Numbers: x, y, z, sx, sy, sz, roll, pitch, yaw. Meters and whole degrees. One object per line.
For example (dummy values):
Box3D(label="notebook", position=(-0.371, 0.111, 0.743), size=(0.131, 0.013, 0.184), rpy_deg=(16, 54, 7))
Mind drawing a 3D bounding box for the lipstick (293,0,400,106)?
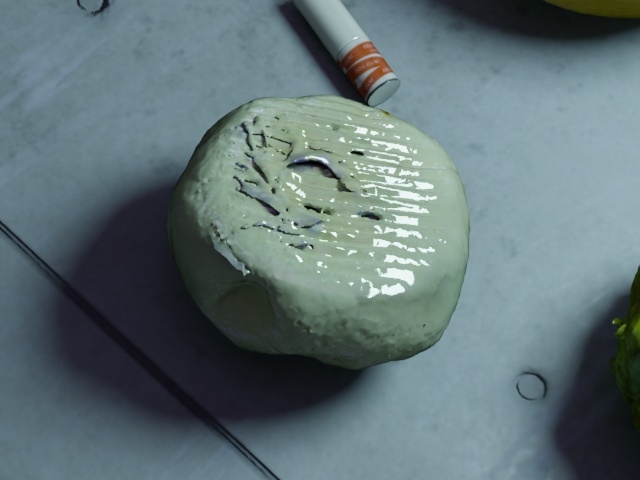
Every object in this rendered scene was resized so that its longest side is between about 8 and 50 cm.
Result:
Box3D(label="lipstick", position=(0.025, -0.187, 1.736), size=(0.038, 0.038, 0.131), rpy_deg=(-27, 69, -20))

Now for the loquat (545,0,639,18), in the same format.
Box3D(label="loquat", position=(0.293, -0.373, 1.701), size=(0.328, 0.359, 0.328), rpy_deg=(0, 83, 4))

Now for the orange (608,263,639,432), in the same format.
Box3D(label="orange", position=(0.387, 0.086, 1.539), size=(0.301, 0.223, 0.300), rpy_deg=(-31, 65, -21))

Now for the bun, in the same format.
Box3D(label="bun", position=(-0.003, -0.004, 1.566), size=(0.273, 0.168, 0.273), rpy_deg=(10, 50, -12))
